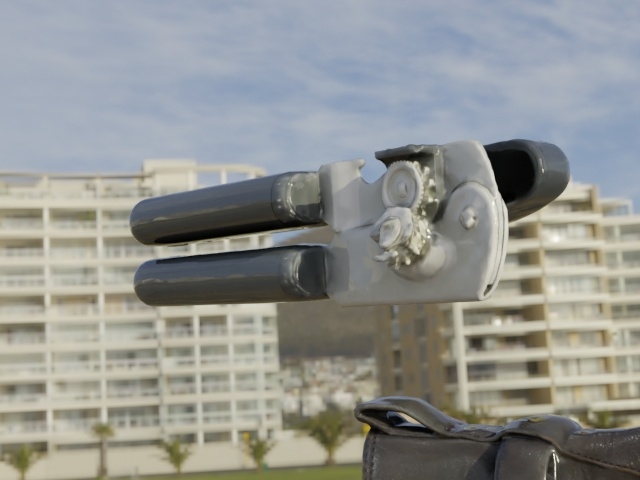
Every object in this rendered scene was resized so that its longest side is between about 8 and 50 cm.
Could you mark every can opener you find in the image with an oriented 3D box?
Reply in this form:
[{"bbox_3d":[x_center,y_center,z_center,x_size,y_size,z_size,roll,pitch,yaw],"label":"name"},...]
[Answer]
[{"bbox_3d":[0.000,0.000,0.637,0.093,0.074,0.280,0,-5,-45],"label":"can opener"}]

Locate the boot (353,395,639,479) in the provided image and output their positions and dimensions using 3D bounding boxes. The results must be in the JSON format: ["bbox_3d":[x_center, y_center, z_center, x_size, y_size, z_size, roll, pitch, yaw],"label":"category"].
[{"bbox_3d":[0.131,0.164,0.419,0.229,0.263,0.091,-18,-11,28],"label":"boot"}]
